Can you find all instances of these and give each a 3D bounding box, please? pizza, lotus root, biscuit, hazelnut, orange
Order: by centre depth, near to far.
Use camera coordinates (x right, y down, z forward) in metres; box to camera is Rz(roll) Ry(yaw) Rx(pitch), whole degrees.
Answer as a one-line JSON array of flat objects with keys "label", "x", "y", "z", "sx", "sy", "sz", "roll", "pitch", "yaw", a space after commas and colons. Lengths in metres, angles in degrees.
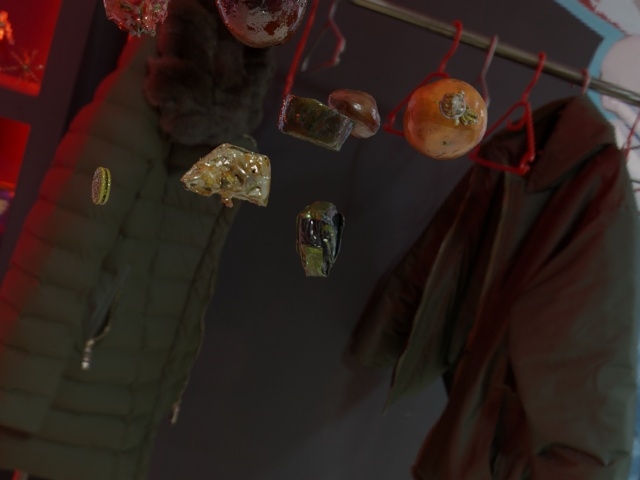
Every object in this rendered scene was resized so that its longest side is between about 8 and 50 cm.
[{"label": "biscuit", "x": -0.483, "y": -0.120, "z": 1.450, "sx": 0.023, "sy": 0.084, "sz": 0.084, "roll": 6, "pitch": 15, "yaw": -33}, {"label": "lotus root", "x": -0.021, "y": -0.354, "z": 1.976, "sx": 0.234, "sy": 0.119, "sz": 0.138, "roll": 21, "pitch": 4, "yaw": 3}, {"label": "pizza", "x": -0.277, "y": -0.196, "z": 1.993, "sx": 0.296, "sy": 0.189, "sz": 0.071, "roll": 8, "pitch": 6, "yaw": -32}, {"label": "orange", "x": 0.418, "y": -0.403, "z": 2.213, "sx": 0.283, "sy": 0.284, "sz": 0.226, "roll": 16, "pitch": 51, "yaw": -14}, {"label": "hazelnut", "x": 0.120, "y": -0.464, "z": 2.362, "sx": 0.181, "sy": 0.181, "sz": 0.212, "roll": -22, "pitch": 27, "yaw": -13}]

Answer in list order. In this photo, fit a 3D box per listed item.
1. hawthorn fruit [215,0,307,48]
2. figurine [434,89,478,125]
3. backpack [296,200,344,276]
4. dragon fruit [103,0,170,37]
[{"label": "hawthorn fruit", "x": -0.179, "y": -0.727, "z": 1.965, "sx": 0.315, "sy": 0.316, "sz": 0.316, "roll": 18, "pitch": 10, "yaw": -3}, {"label": "figurine", "x": 0.406, "y": -0.388, "z": 1.933, "sx": 0.143, "sy": 0.102, "sz": 0.068, "roll": -9, "pitch": 4, "yaw": -34}, {"label": "backpack", "x": 0.000, "y": 0.000, "z": 2.217, "sx": 0.139, "sy": 0.254, "sz": 0.207, "roll": 4, "pitch": 18, "yaw": 16}, {"label": "dragon fruit", "x": -0.401, "y": -0.483, "z": 1.425, "sx": 0.152, "sy": 0.111, "sz": 0.153, "roll": -6, "pitch": -15, "yaw": -1}]
